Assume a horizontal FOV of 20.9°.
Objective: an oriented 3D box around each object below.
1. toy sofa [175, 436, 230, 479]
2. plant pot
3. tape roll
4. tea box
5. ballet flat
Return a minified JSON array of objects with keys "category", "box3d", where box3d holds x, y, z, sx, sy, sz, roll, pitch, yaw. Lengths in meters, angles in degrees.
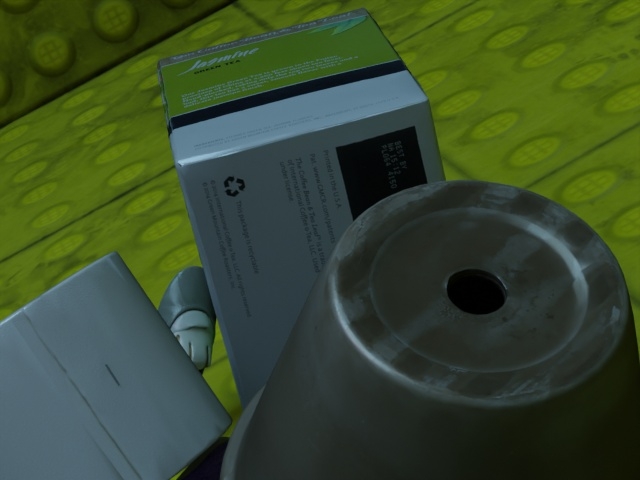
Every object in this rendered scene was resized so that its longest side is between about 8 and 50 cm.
[{"category":"toy sofa","box3d":[-0.125,0.319,1.281,0.362,0.177,0.150,-35,23,-20]},{"category":"plant pot","box3d":[0.088,0.122,1.167,0.323,0.280,0.323,1,47,-1]},{"category":"tape roll","box3d":[-0.214,0.143,1.365,0.246,0.169,0.246,-35,1,1]},{"category":"tea box","box3d":[0.000,0.000,1.586,0.219,0.329,0.323,-14,21,-2]},{"category":"ballet flat","box3d":[-0.139,0.133,1.726,0.068,0.072,0.213,22,94,54]}]
